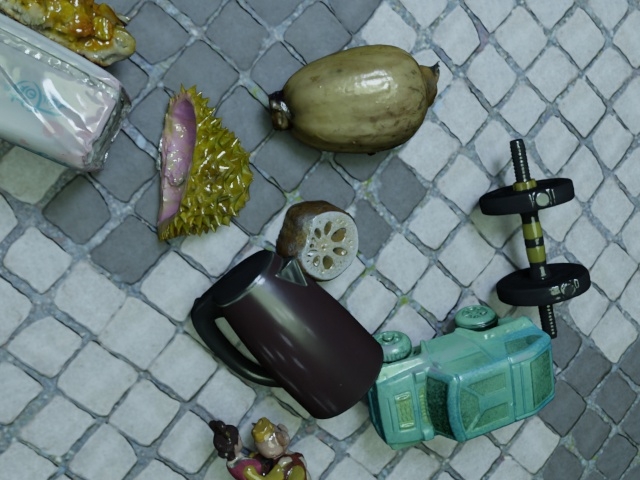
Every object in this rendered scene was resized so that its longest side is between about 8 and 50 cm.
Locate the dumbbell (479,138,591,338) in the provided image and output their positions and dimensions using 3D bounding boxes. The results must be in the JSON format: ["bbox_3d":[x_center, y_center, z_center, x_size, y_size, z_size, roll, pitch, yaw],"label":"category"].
[{"bbox_3d":[0.337,0.001,0.924,0.143,0.143,0.325,-16,98,-15],"label":"dumbbell"}]

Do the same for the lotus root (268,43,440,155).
[{"bbox_3d":[0.057,-0.194,0.833,0.257,0.140,0.154,-12,138,-5],"label":"lotus root"}]

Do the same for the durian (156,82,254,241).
[{"bbox_3d":[-0.166,-0.094,0.790,0.132,0.165,0.182,12,65,13],"label":"durian"}]

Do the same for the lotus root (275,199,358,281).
[{"bbox_3d":[0.003,0.001,0.864,0.113,0.081,0.122,17,89,-25],"label":"lotus root"}]

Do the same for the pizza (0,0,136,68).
[{"bbox_3d":[-0.358,-0.308,0.684,0.306,0.161,0.085,30,98,-19],"label":"pizza"}]

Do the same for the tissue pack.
[{"bbox_3d":[-0.368,-0.185,0.673,0.271,0.201,0.124,24,91,-15],"label":"tissue pack"}]

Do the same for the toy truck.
[{"bbox_3d":[0.204,0.206,0.882,0.279,0.156,0.154,-15,108,-14],"label":"toy truck"}]

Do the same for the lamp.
[{"bbox_3d":[-0.072,0.340,0.846,0.119,0.118,0.253,-25,102,-13],"label":"lamp"}]

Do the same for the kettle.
[{"bbox_3d":[-0.054,0.128,0.824,0.202,0.144,0.232,-30,112,30],"label":"kettle"}]
